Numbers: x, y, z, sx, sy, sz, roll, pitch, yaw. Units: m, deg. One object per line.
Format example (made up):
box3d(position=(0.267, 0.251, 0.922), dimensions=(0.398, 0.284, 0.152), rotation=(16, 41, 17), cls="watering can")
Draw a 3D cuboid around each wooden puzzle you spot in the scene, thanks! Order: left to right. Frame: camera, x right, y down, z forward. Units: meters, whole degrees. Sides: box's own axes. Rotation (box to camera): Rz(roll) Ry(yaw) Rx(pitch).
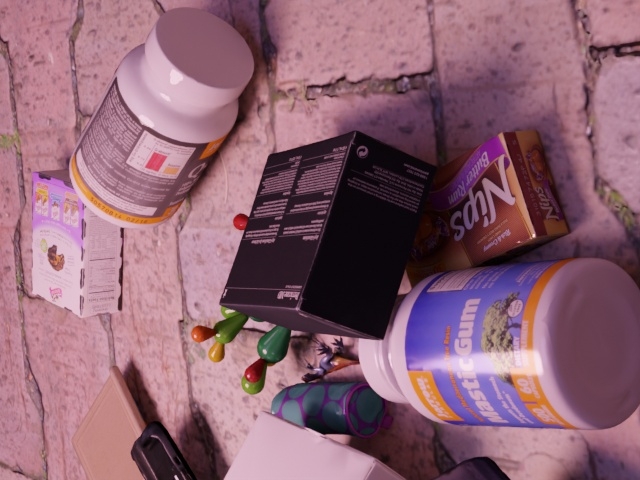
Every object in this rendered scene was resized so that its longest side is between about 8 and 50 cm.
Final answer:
box3d(position=(-0.290, 0.334, 1.890), dimensions=(0.221, 0.044, 0.239), rotation=(59, 140, 26), cls="wooden puzzle")

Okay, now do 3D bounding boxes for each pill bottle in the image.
box3d(position=(-0.201, -0.152, 1.604), dimensions=(0.278, 0.162, 0.162), rotation=(-50, 58, 43), cls="pill bottle")
box3d(position=(0.163, 0.100, 1.197), dimensions=(0.272, 0.152, 0.152), rotation=(-9, 88, 51), cls="pill bottle")

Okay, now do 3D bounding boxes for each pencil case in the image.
box3d(position=(0.010, 0.198, 1.471), dimensions=(0.151, 0.070, 0.064), rotation=(-10, 45, 53), cls="pencil case")

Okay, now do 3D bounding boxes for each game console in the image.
box3d(position=(-0.138, 0.395, 1.666), dimensions=(0.361, 0.044, 0.213), rotation=(55, 134, 17), cls="game console")

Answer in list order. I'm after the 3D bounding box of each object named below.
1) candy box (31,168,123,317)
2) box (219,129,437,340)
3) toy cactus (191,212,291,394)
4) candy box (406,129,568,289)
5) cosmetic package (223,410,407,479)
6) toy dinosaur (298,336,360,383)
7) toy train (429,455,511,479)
box3d(position=(-0.368, 0.002, 1.910), dimensions=(0.164, 0.070, 0.196), rotation=(17, 108, 49), cls="candy box")
box3d(position=(0.000, 0.000, 1.322), dimensions=(0.261, 0.103, 0.184), rotation=(-3, 65, 69), cls="box")
box3d(position=(-0.061, 0.073, 1.512), dimensions=(0.180, 0.112, 0.219), rotation=(-2, 74, 42), cls="toy cactus")
box3d(position=(0.153, -0.026, 1.271), dimensions=(0.186, 0.053, 0.109), rotation=(-29, 73, 51), cls="candy box")
box3d(position=(-0.049, 0.392, 1.361), dimensions=(0.197, 0.155, 0.366), rotation=(17, 72, 49), cls="cosmetic package")
box3d(position=(0.006, 0.150, 1.493), dimensions=(0.090, 0.047, 0.082), rotation=(39, 146, 27), cls="toy dinosaur")
box3d(position=(0.193, 0.344, 1.130), dimensions=(0.334, 0.142, 0.190), rotation=(49, 164, 55), cls="toy train")
